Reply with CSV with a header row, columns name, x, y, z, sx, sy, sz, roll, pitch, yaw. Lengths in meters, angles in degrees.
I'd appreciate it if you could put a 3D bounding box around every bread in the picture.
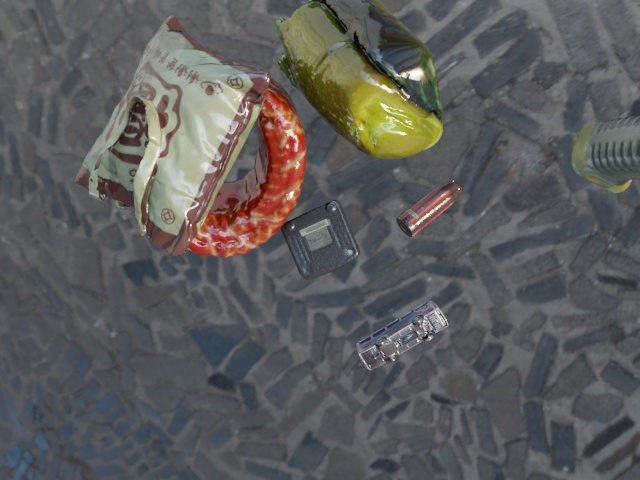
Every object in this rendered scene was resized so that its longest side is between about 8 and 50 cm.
name,x,y,z,sx,sy,sz,roll,pitch,yaw
bread,0.070,-0.306,1.435,0.376,0.208,0.251,54,174,41

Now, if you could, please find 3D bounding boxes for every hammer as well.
name,x,y,z,sx,sy,sz,roll,pitch,yaw
hammer,0.239,-0.055,0.468,0.041,0.159,0.226,-66,23,-4

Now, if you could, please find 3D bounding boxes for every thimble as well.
name,x,y,z,sx,sy,sz,roll,pitch,yaw
thimble,-0.198,-0.163,1.477,0.351,0.230,0.350,-3,114,-6

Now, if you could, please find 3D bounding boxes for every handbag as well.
name,x,y,z,sx,sy,sz,roll,pitch,yaw
handbag,-0.172,-0.125,0.895,0.213,0.127,0.235,35,98,35

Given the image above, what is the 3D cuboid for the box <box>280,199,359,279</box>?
name,x,y,z,sx,sy,sz,roll,pitch,yaw
box,0.000,0.000,1.484,0.126,0.027,0.125,-24,84,10

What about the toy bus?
name,x,y,z,sx,sy,sz,roll,pitch,yaw
toy bus,0.114,0.132,1.100,0.131,0.052,0.037,-32,107,5

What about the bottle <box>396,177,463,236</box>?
name,x,y,z,sx,sy,sz,roll,pitch,yaw
bottle,0.249,-0.077,1.756,0.060,0.164,0.060,49,168,14
